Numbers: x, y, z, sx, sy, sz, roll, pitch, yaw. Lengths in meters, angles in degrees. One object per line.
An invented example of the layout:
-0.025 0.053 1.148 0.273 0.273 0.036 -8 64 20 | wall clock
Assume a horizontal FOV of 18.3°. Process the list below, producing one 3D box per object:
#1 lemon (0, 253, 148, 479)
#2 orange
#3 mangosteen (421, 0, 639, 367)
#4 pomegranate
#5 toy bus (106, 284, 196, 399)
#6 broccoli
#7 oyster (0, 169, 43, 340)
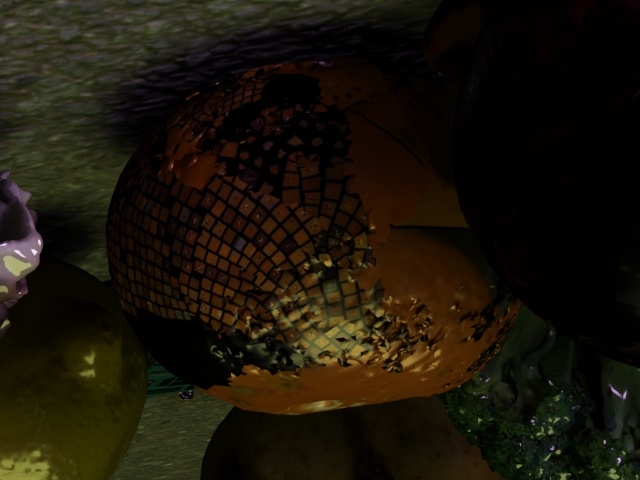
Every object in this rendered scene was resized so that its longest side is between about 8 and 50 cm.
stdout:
-0.215 0.098 1.248 0.248 0.184 0.184 -17 164 32 | lemon
0.000 0.000 1.063 0.234 0.182 0.234 -8 178 0 | orange
0.156 -0.055 0.915 0.228 0.228 0.265 -2 -170 -32 | mangosteen
0.032 0.218 1.723 0.281 0.281 0.281 -10 165 -3 | pomegranate
-0.099 0.057 1.377 0.092 0.079 0.160 -4 162 -27 | toy bus
0.190 0.039 1.287 0.270 0.270 0.270 -8 134 -10 | broccoli
-0.251 0.063 1.037 0.238 0.115 0.351 -36 -175 -31 | oyster
